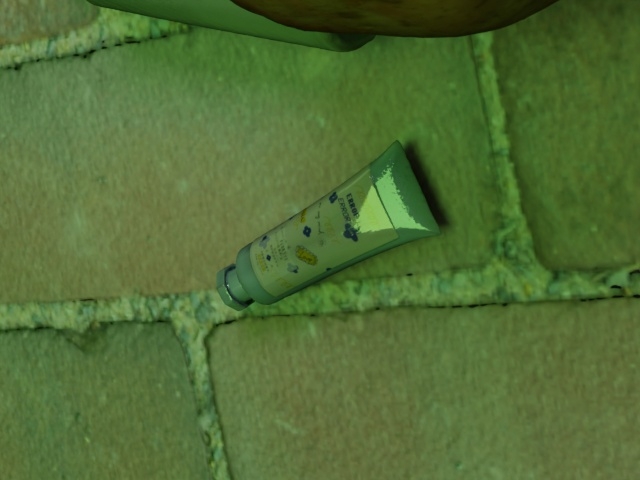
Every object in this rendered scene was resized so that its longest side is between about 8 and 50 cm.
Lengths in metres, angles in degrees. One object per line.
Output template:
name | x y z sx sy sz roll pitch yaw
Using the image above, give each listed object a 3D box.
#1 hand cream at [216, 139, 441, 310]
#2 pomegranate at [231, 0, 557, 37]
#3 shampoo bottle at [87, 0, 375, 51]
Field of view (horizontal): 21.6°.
hand cream | 0.000 0.000 1.071 0.171 0.043 0.065 -29 83 37
pomegranate | 0.044 -0.227 0.832 0.281 0.281 0.281 11 108 36
shampoo bottle | -0.080 -0.179 1.060 0.262 0.085 0.085 15 111 35
